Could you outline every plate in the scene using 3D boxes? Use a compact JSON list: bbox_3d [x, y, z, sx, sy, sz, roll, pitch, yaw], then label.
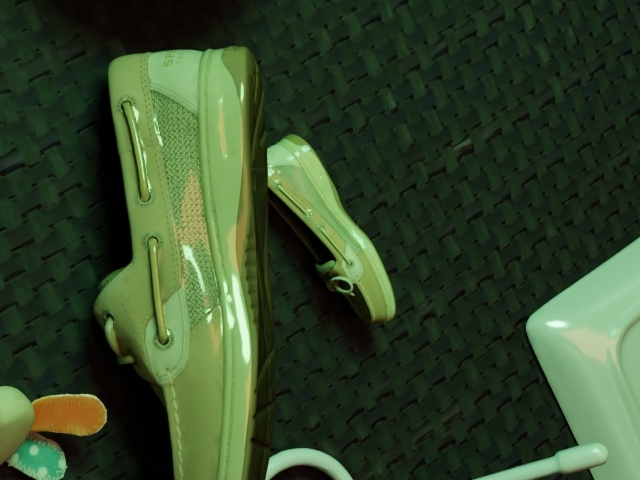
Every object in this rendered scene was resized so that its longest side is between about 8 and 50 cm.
[{"bbox_3d":[0.325,0.118,1.484,0.277,0.045,0.278,-33,105,-30],"label":"plate"}]

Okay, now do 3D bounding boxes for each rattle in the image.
[{"bbox_3d":[-0.253,0.111,1.124,0.199,0.142,0.130,-32,138,-45],"label":"rattle"}]

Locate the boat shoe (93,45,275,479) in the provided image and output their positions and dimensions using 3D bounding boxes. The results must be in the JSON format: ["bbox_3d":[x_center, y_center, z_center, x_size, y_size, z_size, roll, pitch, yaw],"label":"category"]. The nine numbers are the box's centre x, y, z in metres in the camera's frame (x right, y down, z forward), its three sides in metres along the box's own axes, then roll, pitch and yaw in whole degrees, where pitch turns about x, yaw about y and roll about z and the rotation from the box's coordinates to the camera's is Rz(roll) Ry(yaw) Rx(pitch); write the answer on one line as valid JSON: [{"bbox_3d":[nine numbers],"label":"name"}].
[{"bbox_3d":[-0.091,0.043,1.195,0.110,0.121,0.341,-2,85,5],"label":"boat shoe"}]

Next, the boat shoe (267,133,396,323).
[{"bbox_3d":[0.000,-0.001,1.279,0.048,0.056,0.153,-34,104,-19],"label":"boat shoe"}]

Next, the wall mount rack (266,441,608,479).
[{"bbox_3d":[0.087,0.298,1.273,0.304,0.130,0.350,-23,101,-31],"label":"wall mount rack"}]
